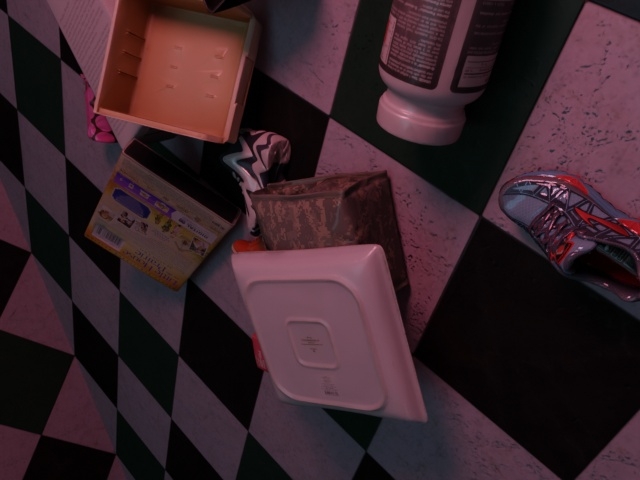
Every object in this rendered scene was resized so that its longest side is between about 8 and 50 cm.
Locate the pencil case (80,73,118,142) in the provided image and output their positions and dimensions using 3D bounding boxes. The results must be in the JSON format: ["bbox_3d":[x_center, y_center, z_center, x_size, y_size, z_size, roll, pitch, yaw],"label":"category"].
[{"bbox_3d":[-0.608,-0.369,1.646,0.095,0.098,0.209,33,131,31],"label":"pencil case"}]

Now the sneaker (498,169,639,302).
[{"bbox_3d":[0.350,-0.010,0.807,0.262,0.125,0.104,35,130,30],"label":"sneaker"}]

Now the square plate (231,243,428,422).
[{"bbox_3d":[-0.001,0.179,1.083,0.347,0.049,0.344,-4,109,38],"label":"square plate"}]

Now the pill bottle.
[{"bbox_3d":[0.171,-0.286,0.829,0.162,0.162,0.278,35,130,30],"label":"pill bottle"}]

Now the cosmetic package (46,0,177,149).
[{"bbox_3d":[-0.462,-0.472,1.394,0.230,0.161,0.453,-29,88,48],"label":"cosmetic package"}]

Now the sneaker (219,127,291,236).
[{"bbox_3d":[-0.154,-0.137,1.294,0.153,0.094,0.235,32,129,34],"label":"sneaker"}]

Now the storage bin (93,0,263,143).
[{"bbox_3d":[-0.275,-0.344,1.169,0.260,0.123,0.262,16,97,11],"label":"storage bin"}]

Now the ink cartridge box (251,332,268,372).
[{"bbox_3d":[-0.016,0.241,1.286,0.218,0.159,0.092,14,119,42],"label":"ink cartridge box"}]

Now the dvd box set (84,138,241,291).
[{"bbox_3d":[-0.421,-0.043,1.536,0.308,0.062,0.420,34,140,-12],"label":"dvd box set"}]

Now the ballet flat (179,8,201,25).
[{"bbox_3d":[-0.303,-0.527,1.276,0.231,0.077,0.077,51,160,5],"label":"ballet flat"}]

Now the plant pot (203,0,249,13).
[{"bbox_3d":[-0.116,-0.521,1.008,0.188,0.167,0.187,-19,94,48],"label":"plant pot"}]

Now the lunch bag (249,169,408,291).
[{"bbox_3d":[0.000,0.000,1.145,0.287,0.169,0.235,0,110,41],"label":"lunch bag"}]

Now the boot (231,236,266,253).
[{"bbox_3d":[-0.143,0.013,1.389,0.158,0.059,0.084,19,119,29],"label":"boot"}]
